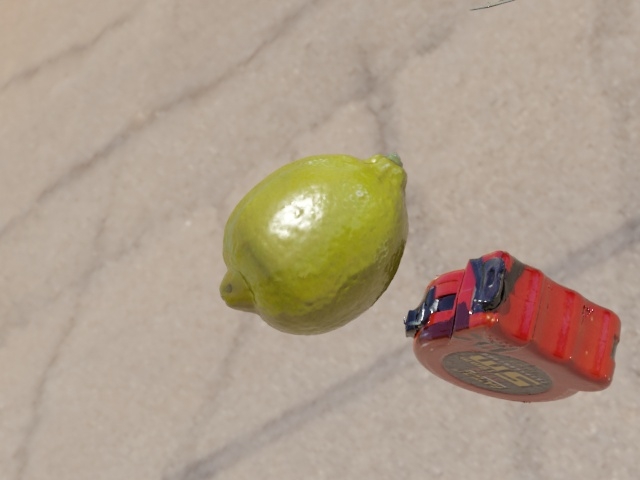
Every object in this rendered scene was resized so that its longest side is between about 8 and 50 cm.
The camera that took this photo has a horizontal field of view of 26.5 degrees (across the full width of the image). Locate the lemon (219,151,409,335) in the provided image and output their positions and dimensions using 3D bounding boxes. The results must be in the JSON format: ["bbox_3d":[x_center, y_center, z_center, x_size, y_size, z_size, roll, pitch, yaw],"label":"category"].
[{"bbox_3d":[0.000,0.000,1.486,0.248,0.184,0.184,-38,30,-2],"label":"lemon"}]

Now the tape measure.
[{"bbox_3d":[0.237,0.117,1.749,0.260,0.253,0.114,-21,47,55],"label":"tape measure"}]

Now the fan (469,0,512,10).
[{"bbox_3d":[0.180,-0.251,1.444,0.060,0.003,0.080,-20,12,-28],"label":"fan"}]
